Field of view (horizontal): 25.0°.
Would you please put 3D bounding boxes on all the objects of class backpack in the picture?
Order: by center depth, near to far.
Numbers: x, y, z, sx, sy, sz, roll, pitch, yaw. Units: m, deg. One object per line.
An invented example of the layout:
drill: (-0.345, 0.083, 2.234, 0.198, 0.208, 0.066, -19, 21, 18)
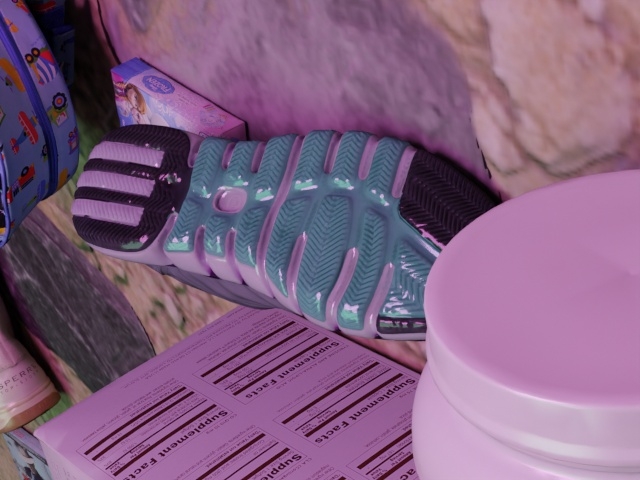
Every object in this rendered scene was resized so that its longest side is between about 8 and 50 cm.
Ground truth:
backpack: (-0.189, -0.090, 0.777, 0.173, 0.117, 0.158, 44, 147, 25)

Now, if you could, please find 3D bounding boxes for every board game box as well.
board game box: (-0.069, -0.037, 0.741, 0.090, 0.020, 0.090, 31, 141, 37)

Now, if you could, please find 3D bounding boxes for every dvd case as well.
dvd case: (-0.234, 0.217, 1.239, 0.087, 0.013, 0.119, 23, 134, 47)

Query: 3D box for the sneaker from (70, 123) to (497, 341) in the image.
sneaker: (0.000, 0.000, 0.638, 0.223, 0.083, 0.098, 16, 168, 33)

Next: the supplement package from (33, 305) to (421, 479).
supplement package: (-0.003, 0.167, 0.696, 0.203, 0.149, 0.194, 23, 135, 46)

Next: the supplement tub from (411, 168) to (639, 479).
supplement tub: (0.107, 0.093, 0.465, 0.144, 0.144, 0.200, 25, 136, 45)

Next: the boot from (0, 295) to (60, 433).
boot: (-0.299, 0.064, 1.133, 0.213, 0.077, 0.165, -2, 116, 52)
